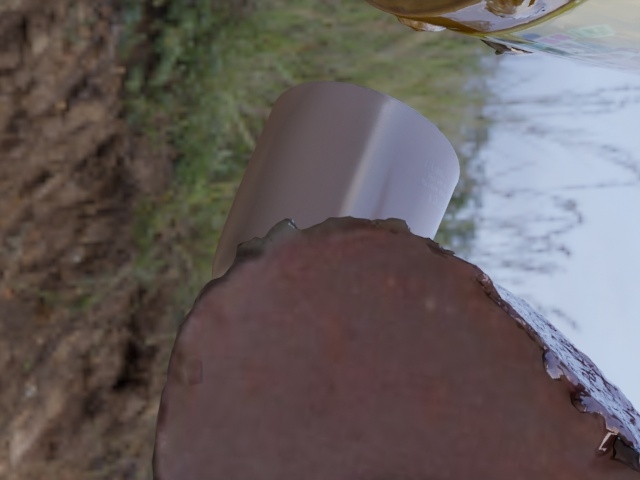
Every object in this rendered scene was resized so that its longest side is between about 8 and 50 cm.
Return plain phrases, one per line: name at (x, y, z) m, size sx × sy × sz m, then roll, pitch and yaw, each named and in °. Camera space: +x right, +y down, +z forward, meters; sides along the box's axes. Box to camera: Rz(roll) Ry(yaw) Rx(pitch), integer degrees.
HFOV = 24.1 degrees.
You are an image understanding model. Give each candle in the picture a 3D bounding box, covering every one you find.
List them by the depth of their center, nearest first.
candle at (0.061, 0.155, 0.631) m, size 0.131 × 0.287 × 0.317 m, roll 17°, pitch 77°, yaw -66°

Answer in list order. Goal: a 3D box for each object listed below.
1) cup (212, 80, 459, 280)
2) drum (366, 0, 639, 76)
cup at (0.000, 0.000, 1.422) m, size 0.200 × 0.191 × 0.253 m, roll -67°, pitch -175°, yaw -26°
drum at (0.169, -0.285, 0.726) m, size 0.431 × 0.214 × 0.431 m, roll -30°, pitch -124°, yaw 58°
